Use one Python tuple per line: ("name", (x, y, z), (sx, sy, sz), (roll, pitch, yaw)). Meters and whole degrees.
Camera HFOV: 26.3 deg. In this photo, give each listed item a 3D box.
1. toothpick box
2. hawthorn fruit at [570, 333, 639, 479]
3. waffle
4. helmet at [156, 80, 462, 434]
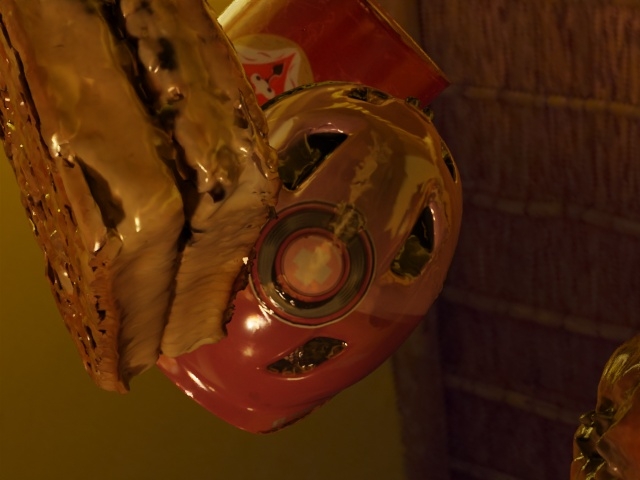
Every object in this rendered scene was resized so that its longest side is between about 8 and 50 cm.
("toothpick box", (-0.064, -0.104, 1.298), (0.333, 0.204, 0.204), (-43, -124, 10))
("hawthorn fruit", (0.300, 0.168, 0.949), (0.251, 0.199, 0.200), (18, -101, -1))
("waffle", (-0.106, -0.056, 0.668), (0.091, 0.308, 0.213), (-19, -103, -13))
("helmet", (0.000, 0.000, 0.954), (0.253, 0.198, 0.154), (-54, -171, -25))
